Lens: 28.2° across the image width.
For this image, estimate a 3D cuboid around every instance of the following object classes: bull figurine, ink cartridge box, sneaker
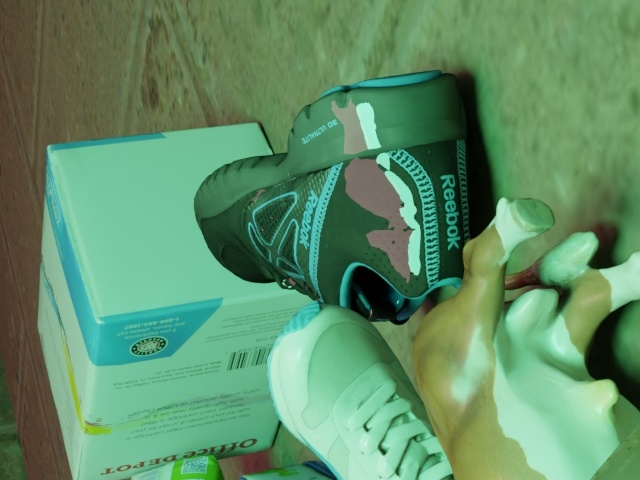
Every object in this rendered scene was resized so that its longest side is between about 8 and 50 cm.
[{"bbox_3d":[0.136,0.128,0.606,0.310,0.101,0.188,61,144,32],"label":"bull figurine"},{"bbox_3d":[-0.140,0.062,1.163,0.270,0.198,0.197,108,146,-48],"label":"ink cartridge box"},{"bbox_3d":[0.049,0.132,0.795,0.092,0.087,0.228,10,136,55],"label":"sneaker"},{"bbox_3d":[0.000,0.000,0.879,0.341,0.125,0.139,147,112,-68],"label":"sneaker"}]

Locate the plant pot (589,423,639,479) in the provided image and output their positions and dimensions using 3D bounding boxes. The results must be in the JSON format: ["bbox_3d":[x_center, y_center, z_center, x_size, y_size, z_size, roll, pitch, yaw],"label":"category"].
[{"bbox_3d":[0.193,0.173,0.315,0.229,0.263,0.263,13,111,50],"label":"plant pot"}]

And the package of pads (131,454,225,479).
[{"bbox_3d":[-0.106,0.378,1.140,0.229,0.101,0.296,-89,-16,-63],"label":"package of pads"}]

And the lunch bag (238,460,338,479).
[{"bbox_3d":[-0.002,0.300,1.039,0.176,0.090,0.219,-178,80,-70],"label":"lunch bag"}]
